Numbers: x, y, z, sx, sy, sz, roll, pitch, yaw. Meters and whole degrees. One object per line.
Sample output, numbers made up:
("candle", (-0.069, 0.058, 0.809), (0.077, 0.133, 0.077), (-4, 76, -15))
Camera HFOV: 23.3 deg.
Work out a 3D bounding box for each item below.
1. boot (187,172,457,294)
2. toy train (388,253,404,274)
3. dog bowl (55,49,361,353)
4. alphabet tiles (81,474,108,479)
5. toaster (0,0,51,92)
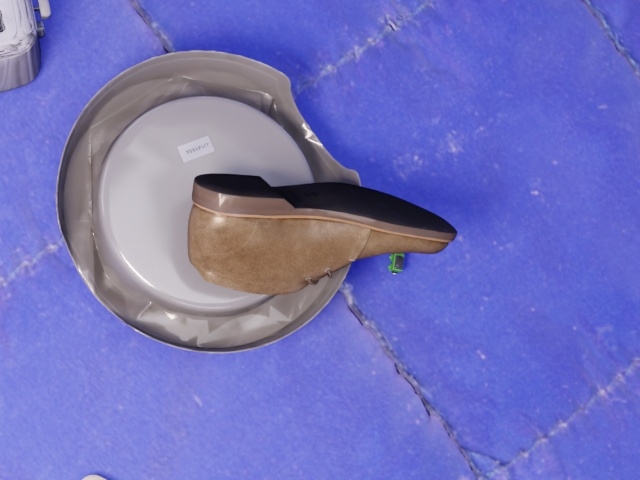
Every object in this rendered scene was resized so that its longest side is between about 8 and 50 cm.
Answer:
("boot", (0.000, 0.000, 1.712), (0.305, 0.112, 0.115), (5, 107, -18))
("toy train", (0.095, 0.000, 1.863), (0.017, 0.024, 0.083), (11, 76, -12))
("dog bowl", (-0.132, -0.037, 1.773), (0.349, 0.102, 0.348), (3, 77, -14))
("alphabet tiles", (-0.258, 0.403, 1.667), (0.278, 0.021, 0.284), (30, 64, -7))
("toaster", (-0.414, -0.231, 1.719), (0.227, 0.146, 0.129), (-10, 80, -16))
